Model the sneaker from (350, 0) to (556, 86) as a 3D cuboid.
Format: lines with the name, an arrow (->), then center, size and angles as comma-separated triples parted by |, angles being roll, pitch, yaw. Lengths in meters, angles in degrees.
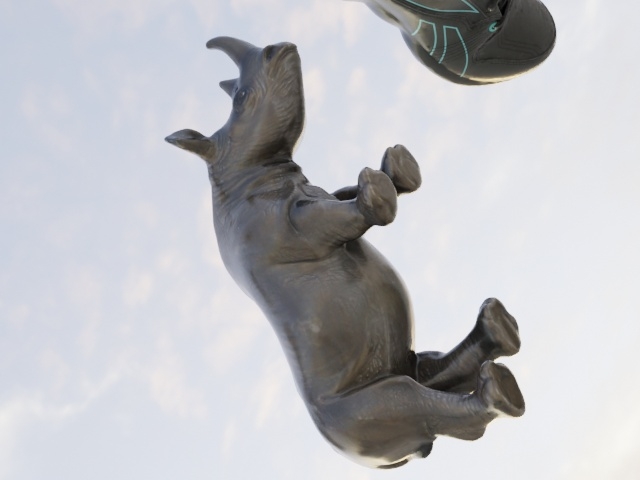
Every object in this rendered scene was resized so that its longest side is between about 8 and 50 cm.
sneaker -> 0.092, -0.185, 0.868 | 0.267, 0.106, 0.101 | 18, -110, -39

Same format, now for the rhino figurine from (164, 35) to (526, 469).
rhino figurine -> 0.000, 0.000, 0.592 | 0.106, 0.243, 0.073 | -37, -15, 27
